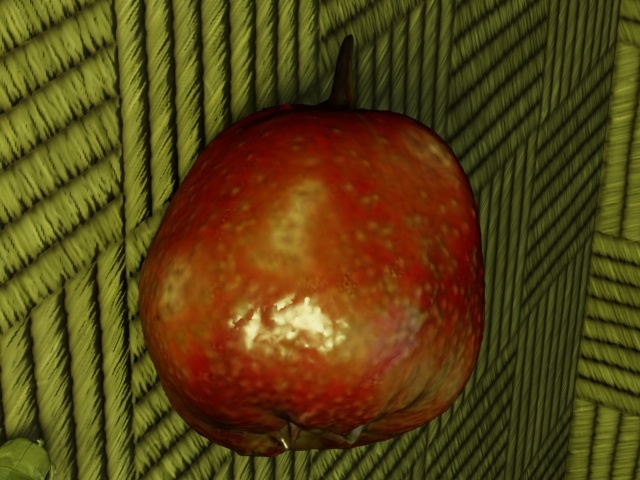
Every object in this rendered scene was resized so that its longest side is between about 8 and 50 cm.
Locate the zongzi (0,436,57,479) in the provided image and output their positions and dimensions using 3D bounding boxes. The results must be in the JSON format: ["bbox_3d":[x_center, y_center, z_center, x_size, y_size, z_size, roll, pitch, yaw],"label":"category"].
[{"bbox_3d":[-0.235,0.210,1.191,0.109,0.055,0.119,-55,162,-41],"label":"zongzi"}]

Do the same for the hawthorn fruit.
[{"bbox_3d":[0.000,0.000,1.333,0.285,0.285,0.368,42,57,-65],"label":"hawthorn fruit"}]
